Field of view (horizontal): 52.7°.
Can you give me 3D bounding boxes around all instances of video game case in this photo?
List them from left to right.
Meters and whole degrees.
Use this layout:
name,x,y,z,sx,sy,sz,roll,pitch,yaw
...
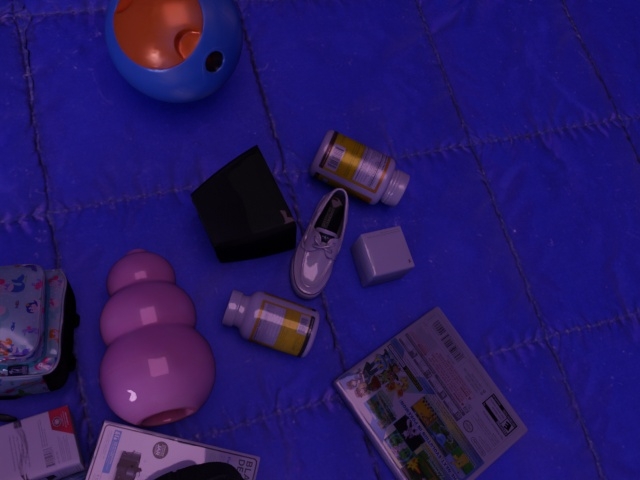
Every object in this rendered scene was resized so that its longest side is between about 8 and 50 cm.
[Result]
name,x,y,z,sx,sy,sz,roll,pitch,yaw
video game case,0.233,0.351,1.358,0.300,0.036,0.329,-31,81,-23

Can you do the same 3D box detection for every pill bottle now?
name,x,y,z,sx,sy,sz,roll,pitch,yaw
pill bottle,-0.101,0.163,1.305,0.184,0.103,0.103,20,66,-6
pill bottle,0.090,-0.158,1.470,0.215,0.117,0.117,26,65,-4

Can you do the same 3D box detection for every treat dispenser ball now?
name,x,y,z,sx,sy,sz,roll,pitch,yaw
treat dispenser ball,-0.311,-0.440,1.382,0.288,0.288,0.288,5,68,-13

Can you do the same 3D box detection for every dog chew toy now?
name,x,y,z,sx,sy,sz,roll,pitch,yaw
dog chew toy,-0.315,0.169,1.204,0.207,0.206,0.331,-9,64,-18

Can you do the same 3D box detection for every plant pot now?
name,x,y,z,sx,sy,sz,roll,pitch,yaw
plant pot,-0.164,-0.056,1.339,0.167,0.187,0.188,-23,77,-9

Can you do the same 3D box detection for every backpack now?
name,x,y,z,sx,sy,sz,roll,pitch,yaw
backpack,-0.581,0.159,1.142,0.254,0.191,0.225,-4,59,-7

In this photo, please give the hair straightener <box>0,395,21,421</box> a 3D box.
name,x,y,z,sx,sy,sz,roll,pitch,yaw
hair straightener,-0.655,0.311,1.134,0.230,0.047,0.089,3,69,-13

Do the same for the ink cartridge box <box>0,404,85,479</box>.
name,x,y,z,sx,sy,sz,roll,pitch,yaw
ink cartridge box,-0.505,0.371,1.133,0.150,0.063,0.109,-15,62,-18

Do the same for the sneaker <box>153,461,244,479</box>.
name,x,y,z,sx,sy,sz,roll,pitch,yaw
sneaker,-0.248,0.555,1.026,0.447,0.169,0.257,-37,111,4

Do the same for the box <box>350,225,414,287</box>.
name,x,y,z,sx,sy,sz,roll,pitch,yaw
box,0.135,0.036,1.423,0.101,0.087,0.102,-12,73,-19

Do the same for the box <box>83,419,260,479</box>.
name,x,y,z,sx,sy,sz,roll,pitch,yaw
box,-0.268,0.434,1.147,0.290,0.087,0.169,20,66,-15

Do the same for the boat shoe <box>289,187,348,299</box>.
name,x,y,z,sx,sy,sz,roll,pitch,yaw
boat shoe,0.000,0.000,1.404,0.095,0.084,0.258,17,66,-8

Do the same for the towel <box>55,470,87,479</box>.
name,x,y,z,sx,sy,sz,roll,pitch,yaw
towel,-0.421,0.448,1.153,0.119,0.029,0.067,-12,74,-19
